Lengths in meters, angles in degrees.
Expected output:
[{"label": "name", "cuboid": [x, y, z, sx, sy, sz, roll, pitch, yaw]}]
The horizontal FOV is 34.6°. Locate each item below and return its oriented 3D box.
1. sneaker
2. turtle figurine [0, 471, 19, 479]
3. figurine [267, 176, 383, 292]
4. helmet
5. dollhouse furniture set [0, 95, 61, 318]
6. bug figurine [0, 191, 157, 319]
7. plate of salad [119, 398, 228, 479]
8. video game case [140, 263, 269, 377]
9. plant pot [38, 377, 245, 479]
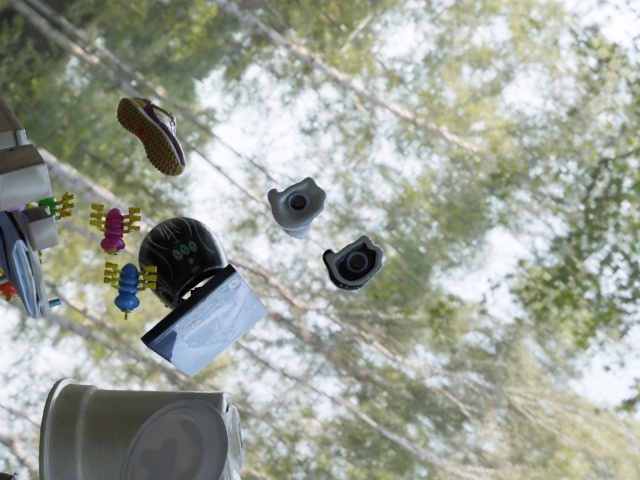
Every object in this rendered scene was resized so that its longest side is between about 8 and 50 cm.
[{"label": "sneaker", "cuboid": [-0.272, -0.185, 1.780, 0.084, 0.185, 0.069, -12, 145, -47]}, {"label": "turtle figurine", "cuboid": [-0.713, 0.561, 2.272, 0.118, 0.234, 0.175, -46, -174, -6]}, {"label": "figurine", "cuboid": [0.000, 0.000, 1.714, 0.092, 0.215, 0.209, -43, 175, -9]}, {"label": "helmet", "cuboid": [-0.249, 0.037, 1.847, 0.169, 0.169, 0.161, -45, -118, 12]}, {"label": "dollhouse furniture set", "cuboid": [-0.467, 0.004, 1.363, 0.198, 0.303, 0.286, -16, -148, -21]}, {"label": "bug figurine", "cuboid": [-0.415, 0.023, 1.744, 0.072, 0.279, 0.216, 118, -22, -60]}, {"label": "plate of salad", "cuboid": [-0.213, 0.331, 1.523, 0.200, 0.048, 0.200, -18, -128, 25]}, {"label": "video game case", "cuboid": [-0.198, 0.149, 1.836, 0.196, 0.026, 0.274, -40, 159, -5]}, {"label": "plant pot", "cuboid": [-0.301, 0.396, 1.848, 0.305, 0.334, 0.334, -8, -150, 3]}]
